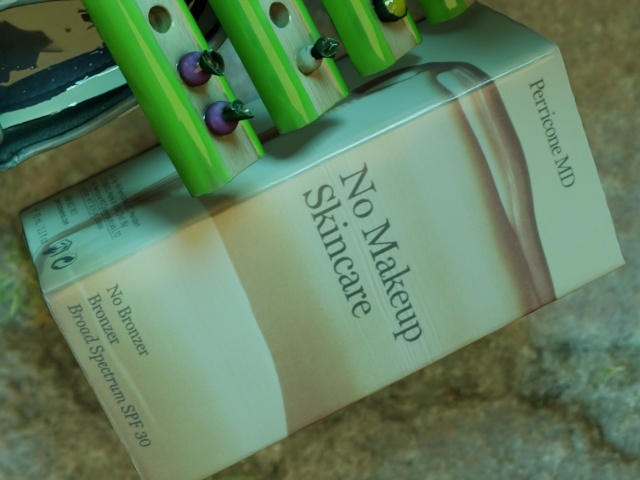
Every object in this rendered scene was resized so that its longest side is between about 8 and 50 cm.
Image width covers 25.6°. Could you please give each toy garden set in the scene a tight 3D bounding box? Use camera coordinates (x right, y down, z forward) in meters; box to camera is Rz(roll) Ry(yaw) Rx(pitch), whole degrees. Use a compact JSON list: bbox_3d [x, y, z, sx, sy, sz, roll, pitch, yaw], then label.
[{"bbox_3d":[-0.017,-0.169,0.691,0.244,0.049,0.203,-40,109,-38],"label":"toy garden set"}]

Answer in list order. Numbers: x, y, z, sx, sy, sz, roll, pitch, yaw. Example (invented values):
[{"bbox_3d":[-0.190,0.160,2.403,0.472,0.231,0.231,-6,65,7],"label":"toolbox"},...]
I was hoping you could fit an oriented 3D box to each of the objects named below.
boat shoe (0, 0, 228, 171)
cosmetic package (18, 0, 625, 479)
[{"bbox_3d":[-0.187,-0.083,0.707,0.319,0.099,0.116,-23,118,-12],"label":"boat shoe"},{"bbox_3d":[0.000,0.000,0.792,0.296,0.129,0.153,-28,116,-6],"label":"cosmetic package"}]
